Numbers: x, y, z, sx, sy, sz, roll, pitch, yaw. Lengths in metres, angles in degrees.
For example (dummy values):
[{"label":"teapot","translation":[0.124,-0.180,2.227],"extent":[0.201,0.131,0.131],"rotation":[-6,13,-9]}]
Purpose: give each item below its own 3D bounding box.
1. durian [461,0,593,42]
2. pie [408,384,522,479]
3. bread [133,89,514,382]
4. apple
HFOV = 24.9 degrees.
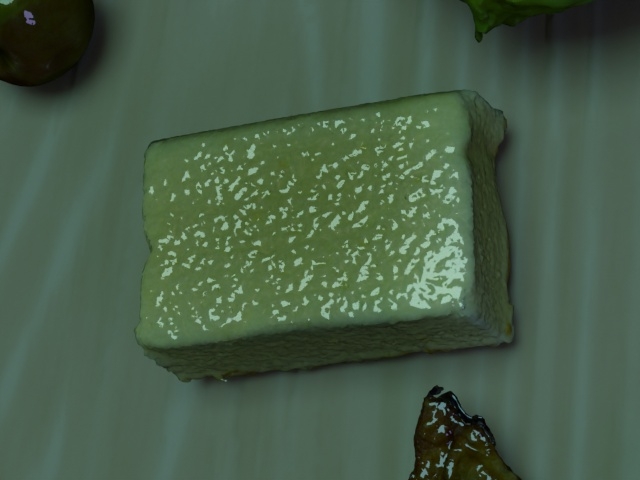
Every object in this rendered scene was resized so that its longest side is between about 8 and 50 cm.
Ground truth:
[{"label":"durian","translation":[0.115,-0.276,0.714],"extent":[0.256,0.204,0.339],"rotation":[31,86,20]},{"label":"pie","translation":[0.091,0.159,0.653],"extent":[0.088,0.033,0.191],"rotation":[-52,58,18]},{"label":"bread","translation":[0.001,0.000,0.736],"extent":[0.188,0.068,0.125],"rotation":[-9,67,22]},{"label":"apple","translation":[-0.180,-0.136,0.863],"extent":[0.090,0.089,0.074],"rotation":[0,53,26]}]
